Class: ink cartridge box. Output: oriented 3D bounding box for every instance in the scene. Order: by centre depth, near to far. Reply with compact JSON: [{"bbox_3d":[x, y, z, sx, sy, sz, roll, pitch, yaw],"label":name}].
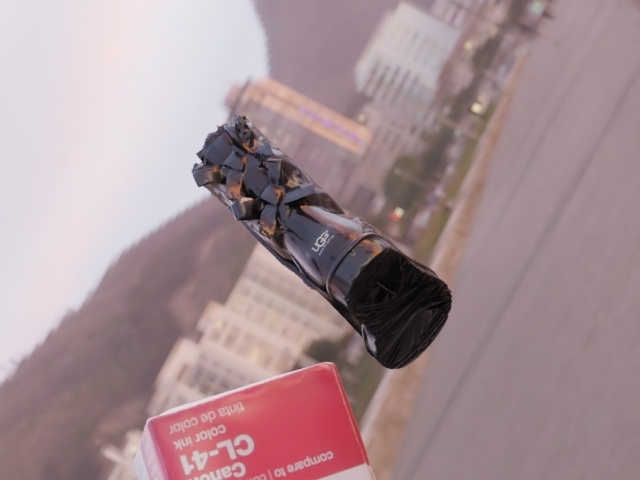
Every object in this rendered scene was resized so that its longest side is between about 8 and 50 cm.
[{"bbox_3d":[-0.016,0.253,1.072,0.226,0.131,0.306,121,132,-72],"label":"ink cartridge box"}]

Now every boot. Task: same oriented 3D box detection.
[{"bbox_3d":[0.000,0.001,0.708,0.045,0.099,0.121,-49,-28,-3],"label":"boot"}]
